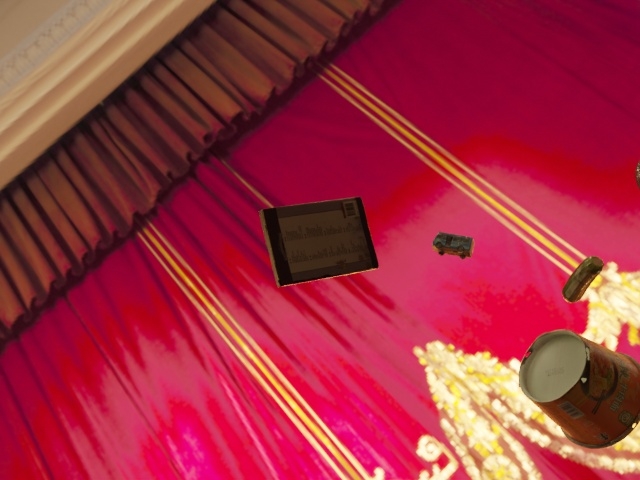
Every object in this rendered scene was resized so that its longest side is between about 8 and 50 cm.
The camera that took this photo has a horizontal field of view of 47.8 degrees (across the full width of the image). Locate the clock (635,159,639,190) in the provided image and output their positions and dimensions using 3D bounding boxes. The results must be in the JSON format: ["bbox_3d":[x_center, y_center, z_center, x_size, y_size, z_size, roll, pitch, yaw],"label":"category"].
[{"bbox_3d":[1.049,-0.159,2.029,0.319,0.318,0.080,-30,-36,-22],"label":"clock"}]

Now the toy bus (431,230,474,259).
[{"bbox_3d":[0.281,0.009,1.527,0.046,0.083,0.038,-70,-26,-21],"label":"toy bus"}]

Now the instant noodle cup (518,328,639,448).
[{"bbox_3d":[0.552,0.308,1.560,0.182,0.230,0.230,33,-79,-24],"label":"instant noodle cup"}]

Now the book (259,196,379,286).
[{"bbox_3d":[0.000,0.000,1.452,0.231,0.157,0.026,-9,-11,-28],"label":"book"}]

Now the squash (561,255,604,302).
[{"bbox_3d":[0.770,0.116,2.131,0.066,0.066,0.228,-31,-24,-21],"label":"squash"}]
